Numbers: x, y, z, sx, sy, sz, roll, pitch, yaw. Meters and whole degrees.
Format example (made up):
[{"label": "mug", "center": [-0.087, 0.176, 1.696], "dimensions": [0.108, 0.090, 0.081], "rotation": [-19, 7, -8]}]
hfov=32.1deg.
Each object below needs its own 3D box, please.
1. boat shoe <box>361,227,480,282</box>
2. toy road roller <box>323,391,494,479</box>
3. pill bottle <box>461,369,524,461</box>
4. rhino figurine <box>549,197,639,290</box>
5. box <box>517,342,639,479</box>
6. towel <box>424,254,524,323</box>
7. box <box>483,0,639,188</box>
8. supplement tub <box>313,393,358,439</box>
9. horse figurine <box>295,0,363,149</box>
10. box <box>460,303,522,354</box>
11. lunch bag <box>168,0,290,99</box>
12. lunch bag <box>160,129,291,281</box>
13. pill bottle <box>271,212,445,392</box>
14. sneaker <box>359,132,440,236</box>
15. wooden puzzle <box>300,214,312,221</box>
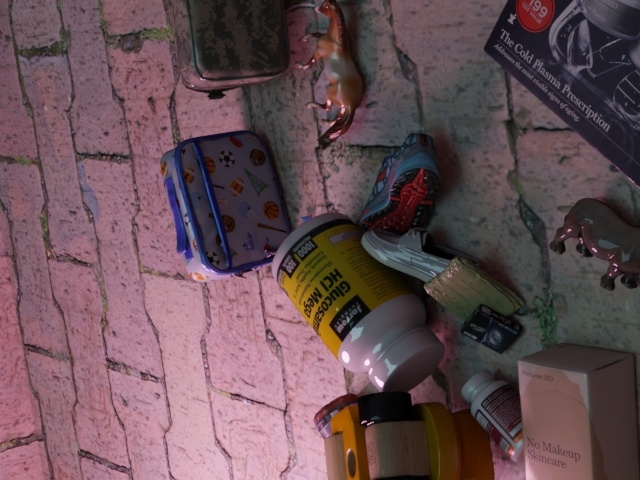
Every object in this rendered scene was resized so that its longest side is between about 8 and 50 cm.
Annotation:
[{"label": "boat shoe", "center": [0.179, 0.019, 1.949], "dimensions": [0.227, 0.079, 0.081], "rotation": [26, 116, 22]}, {"label": "toy road roller", "center": [0.161, 0.391, 1.982], "dimensions": [0.329, 0.241, 0.202], "rotation": [132, 135, -64]}, {"label": "pill bottle", "center": [0.311, 0.294, 1.881], "dimensions": [0.152, 0.086, 0.086], "rotation": [48, 133, 30]}, {"label": "rhino figurine", "center": [0.454, 0.023, 1.641], "dimensions": [0.243, 0.073, 0.106], "rotation": [39, 131, 35]}, {"label": "box", "center": [0.408, 0.329, 1.746], "dimensions": [0.148, 0.121, 0.311], "rotation": [4, 104, 50]}, {"label": "towel", "center": [0.258, 0.092, 1.875], "dimensions": [0.148, 0.027, 0.110], "rotation": [35, 131, -12]}, {"label": "box", "center": [0.441, -0.293, 1.481], "dimensions": [0.343, 0.179, 0.312], "rotation": [48, 132, 30]}, {"label": "supplement tub", "center": [0.076, 0.407, 2.182], "dimensions": [0.198, 0.106, 0.106], "rotation": [57, 137, 21]}, {"label": "horse figurine", "center": [0.021, -0.309, 2.072], "dimensions": [0.174, 0.066, 0.263], "rotation": [-15, 87, 57]}, {"label": "box", "center": [0.289, 0.150, 1.881], "dimensions": [0.083, 0.018, 0.067], "rotation": [29, 132, -6]}, {"label": "lunch bag", "center": [-0.200, -0.443, 2.185], "dimensions": [0.256, 0.213, 0.305], "rotation": [178, 84, -67]}, {"label": "lunch bag", "center": [-0.195, -0.065, 2.260], "dimensions": [0.115, 0.243, 0.303], "rotation": [-21, 83, 51]}, {"label": "pill bottle", "center": [0.072, 0.120, 2.037], "dimensions": [0.334, 0.188, 0.188], "rotation": [50, 134, 29]}, {"label": "sneaker", "center": [0.148, -0.097, 1.978], "dimensions": [0.262, 0.104, 0.125], "rotation": [128, 153, -56]}, {"label": "wooden puzzle", "center": [0.000, 0.000, 2.228], "dimensions": [0.078, 0.014, 0.116], "rotation": [-20, 85, 47]}]
